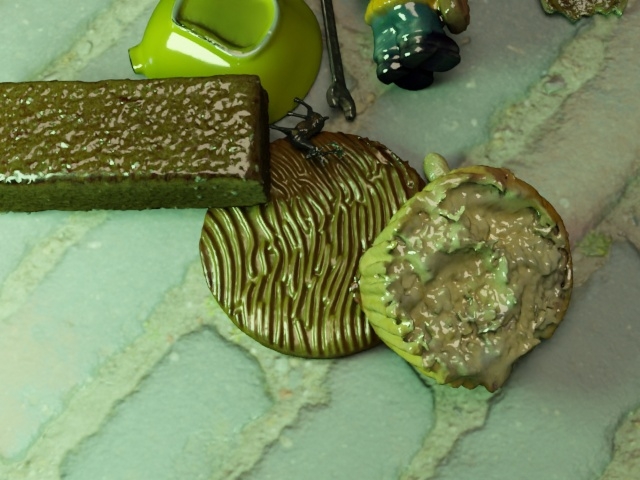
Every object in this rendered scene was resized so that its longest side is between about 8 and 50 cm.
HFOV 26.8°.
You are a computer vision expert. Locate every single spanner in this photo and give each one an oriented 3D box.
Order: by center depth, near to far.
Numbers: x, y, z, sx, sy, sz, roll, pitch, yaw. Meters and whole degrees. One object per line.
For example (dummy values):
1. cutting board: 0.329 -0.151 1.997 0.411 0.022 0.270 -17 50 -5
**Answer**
1. spanner: 0.015 -0.283 1.853 0.015 0.054 0.254 -25 63 36

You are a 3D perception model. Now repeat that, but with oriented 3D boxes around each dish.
1. dish: -0.129 -0.286 1.829 0.262 0.108 0.221 22 70 10

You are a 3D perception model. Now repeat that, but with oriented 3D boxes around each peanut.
1. peanut: 0.164 -0.080 1.773 0.037 0.037 0.083 -31 65 -9

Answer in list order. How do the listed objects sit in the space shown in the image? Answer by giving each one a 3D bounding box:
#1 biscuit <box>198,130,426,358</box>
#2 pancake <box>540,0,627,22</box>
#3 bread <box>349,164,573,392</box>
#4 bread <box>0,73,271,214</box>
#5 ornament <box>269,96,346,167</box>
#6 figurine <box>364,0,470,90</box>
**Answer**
1. biscuit: 0.000 0.000 1.748 0.318 0.040 0.317 -1 68 3
2. pancake: 0.364 -0.358 1.881 0.130 0.022 0.116 -8 69 -6
3. bread: 0.177 0.042 1.646 0.274 0.149 0.274 -2 95 -25
4. bread: -0.270 -0.125 1.750 0.417 0.113 0.165 -1 72 8
5. ornament: -0.010 -0.141 1.773 0.125 0.028 0.073 32 59 33
6. figurine: 0.102 -0.384 1.819 0.204 0.185 0.332 22 62 -27
